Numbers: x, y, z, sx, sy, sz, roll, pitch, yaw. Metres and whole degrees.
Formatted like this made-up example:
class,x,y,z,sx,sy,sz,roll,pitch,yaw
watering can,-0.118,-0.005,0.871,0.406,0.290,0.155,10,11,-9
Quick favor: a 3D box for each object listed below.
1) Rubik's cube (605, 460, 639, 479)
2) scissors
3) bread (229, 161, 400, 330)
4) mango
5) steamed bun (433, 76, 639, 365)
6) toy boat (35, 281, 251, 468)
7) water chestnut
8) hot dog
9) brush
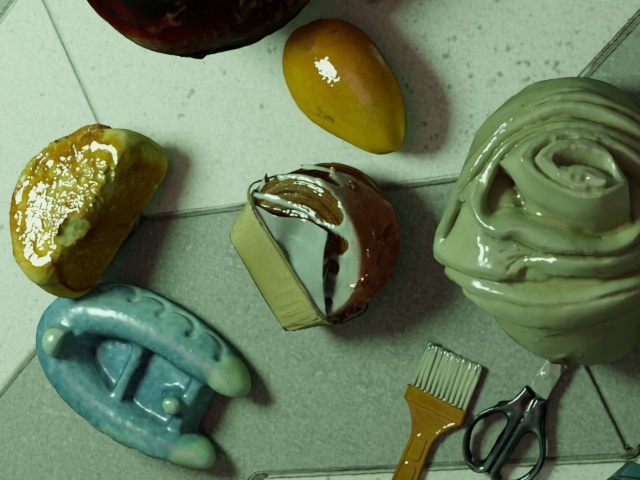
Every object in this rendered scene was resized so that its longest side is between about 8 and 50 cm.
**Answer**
class,x,y,z,sx,sy,sz,roll,pitch,yaw
Rubik's cube,0.404,0.406,1.751,0.205,0.205,0.207,22,103,21
scissors,0.285,0.183,1.888,0.109,0.022,0.300,33,105,15
bread,0.000,0.000,1.945,0.212,0.142,0.224,-38,79,36
mango,0.032,-0.197,1.929,0.141,0.102,0.217,-47,73,26
steamed bun,0.283,-0.030,1.758,0.309,0.219,0.324,39,101,21
toy boat,-0.265,0.184,2.076,0.330,0.123,0.215,33,107,17
water chestnut,-0.157,-0.381,1.918,0.350,0.302,0.351,-5,60,9
hot dog,-0.342,-0.057,2.067,0.153,0.150,0.257,31,88,31
brush,0.124,0.291,1.970,0.090,0.017,0.314,25,104,20
